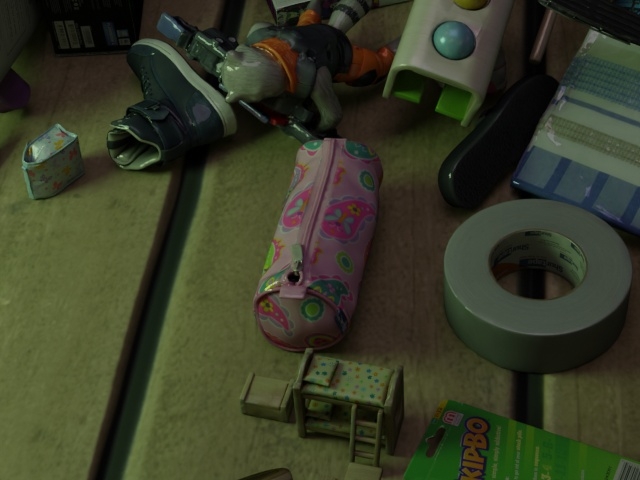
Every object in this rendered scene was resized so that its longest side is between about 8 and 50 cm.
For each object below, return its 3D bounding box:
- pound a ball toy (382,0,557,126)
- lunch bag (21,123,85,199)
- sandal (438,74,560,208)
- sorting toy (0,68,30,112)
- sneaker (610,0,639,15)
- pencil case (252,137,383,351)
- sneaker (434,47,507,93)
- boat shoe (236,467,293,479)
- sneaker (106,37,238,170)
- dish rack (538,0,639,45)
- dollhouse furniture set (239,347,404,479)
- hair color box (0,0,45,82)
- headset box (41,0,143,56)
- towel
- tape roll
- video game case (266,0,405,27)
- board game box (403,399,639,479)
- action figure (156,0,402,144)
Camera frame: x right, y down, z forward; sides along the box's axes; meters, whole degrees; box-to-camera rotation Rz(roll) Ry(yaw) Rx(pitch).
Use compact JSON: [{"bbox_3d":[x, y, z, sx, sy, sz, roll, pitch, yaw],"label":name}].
[{"bbox_3d":[0.231,-0.312,1.823,0.208,0.136,0.319,20,67,0],"label":"pound a ball toy"},{"bbox_3d":[-0.360,-0.103,1.819,0.053,0.071,0.083,29,55,26],"label":"lunch bag"},{"bbox_3d":[0.233,-0.140,1.803,0.254,0.097,0.054,-39,28,-29],"label":"sandal"},{"bbox_3d":[-0.532,-0.108,1.841,0.126,0.127,0.365,-11,35,37],"label":"sorting toy"},{"bbox_3d":[0.471,-0.253,1.836,0.125,0.139,0.341,7,44,-22],"label":"sneaker"},{"bbox_3d":[0.000,0.000,1.662,0.124,0.124,0.284,7,46,10],"label":"pencil case"},{"bbox_3d":[0.199,-0.304,1.941,0.103,0.111,0.252,-11,47,-6],"label":"sneaker"},{"bbox_3d":[-0.142,0.335,1.375,0.302,0.109,0.098,-32,91,-24],"label":"boat shoe"},{"bbox_3d":[-0.244,-0.186,1.881,0.163,0.086,0.226,-31,51,-24],"label":"sneaker"},{"bbox_3d":[0.368,-0.362,1.766,0.208,0.074,0.271,23,44,-1],"label":"dish rack"},{"bbox_3d":[-0.015,0.204,1.478,0.182,0.101,0.161,9,48,13],"label":"dollhouse furniture set"},{"bbox_3d":[-0.476,-0.369,1.934,0.114,0.185,0.374,-2,28,5],"label":"hair color box"},{"bbox_3d":[-0.340,-0.458,2.040,0.131,0.246,0.283,-3,45,2],"label":"headset box"},{"bbox_3d":[0.389,-0.155,1.755,0.209,0.034,0.285,24,79,31],"label":"towel"},{"bbox_3d":[0.255,0.051,1.626,0.219,0.072,0.219,-3,46,3],"label":"tape roll"},{"bbox_3d":[0.005,-0.430,2.125,0.210,0.042,0.232,-14,47,-9],"label":"video game case"},{"bbox_3d":[0.227,0.257,1.456,0.259,0.039,0.124,19,50,17],"label":"board game box"},{"bbox_3d":[-0.047,-0.276,1.874,0.341,0.178,0.330,34,38,13],"label":"action figure"}]
